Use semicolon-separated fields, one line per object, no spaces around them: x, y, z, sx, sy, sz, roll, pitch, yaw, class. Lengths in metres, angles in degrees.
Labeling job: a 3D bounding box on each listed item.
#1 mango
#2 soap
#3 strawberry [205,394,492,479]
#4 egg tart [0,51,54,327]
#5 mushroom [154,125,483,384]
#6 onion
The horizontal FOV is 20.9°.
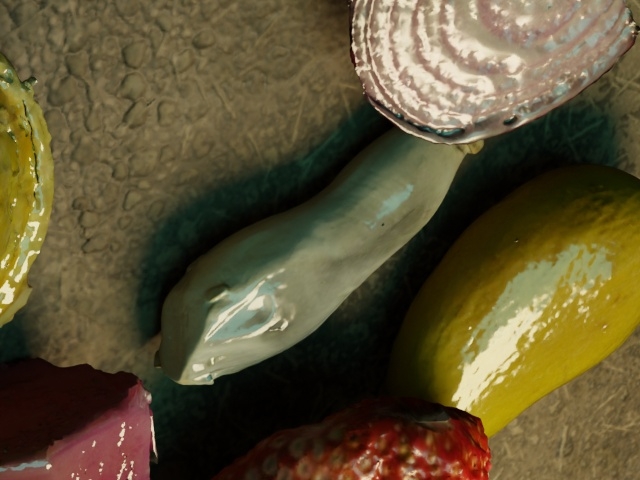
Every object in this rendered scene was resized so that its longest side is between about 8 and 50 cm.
0.188;0.057;1.619;0.332;0.142;0.195;-37;123;-9;mango
-0.265;0.177;1.354;0.289;0.182;0.112;-9;116;-24;soap
0.017;0.282;1.522;0.312;0.267;0.351;9;125;-31;strawberry
-0.340;-0.020;1.236;0.341;0.132;0.341;-14;119;-26;egg tart
0.002;0.001;1.501;0.351;0.097;0.109;-37;125;-18;mushroom
0.122;-0.212;1.465;0.247;0.111;0.250;-31;130;-6;onion
